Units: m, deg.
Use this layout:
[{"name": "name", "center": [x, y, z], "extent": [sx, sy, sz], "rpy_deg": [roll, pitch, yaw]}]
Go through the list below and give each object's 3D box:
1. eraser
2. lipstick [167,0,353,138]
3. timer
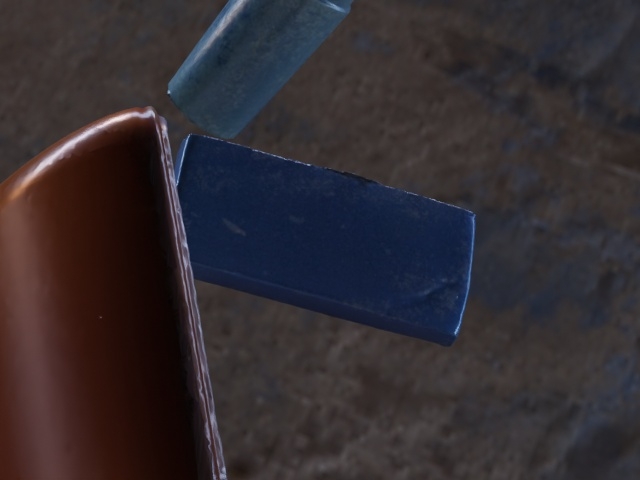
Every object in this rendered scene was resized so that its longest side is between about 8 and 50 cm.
[{"name": "eraser", "center": [0.000, 0.000, 1.892], "extent": [0.312, 0.144, 0.042], "rpy_deg": [16, -26, -11]}, {"name": "lipstick", "center": [0.005, -0.181, 1.223], "extent": [0.061, 0.068, 0.274], "rpy_deg": [20, -59, -40]}, {"name": "timer", "center": [-0.096, 0.101, 0.883], "extent": [0.161, 0.257, 0.250], "rpy_deg": [-3, -23, -19]}]
